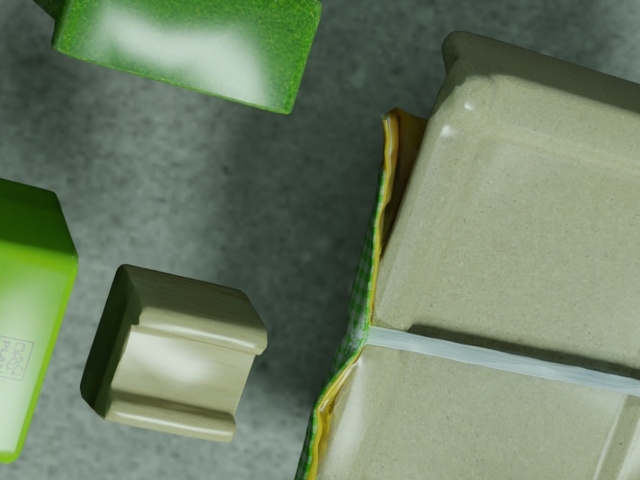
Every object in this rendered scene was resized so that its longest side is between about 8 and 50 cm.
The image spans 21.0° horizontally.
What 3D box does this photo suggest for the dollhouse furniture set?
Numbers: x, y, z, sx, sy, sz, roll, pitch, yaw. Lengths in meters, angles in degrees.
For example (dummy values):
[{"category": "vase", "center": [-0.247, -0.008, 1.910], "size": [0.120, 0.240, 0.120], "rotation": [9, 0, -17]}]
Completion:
[{"category": "dollhouse furniture set", "center": [0.000, 0.000, 0.683], "size": [0.302, 0.151, 0.197], "rotation": [14, 102, -24]}]
